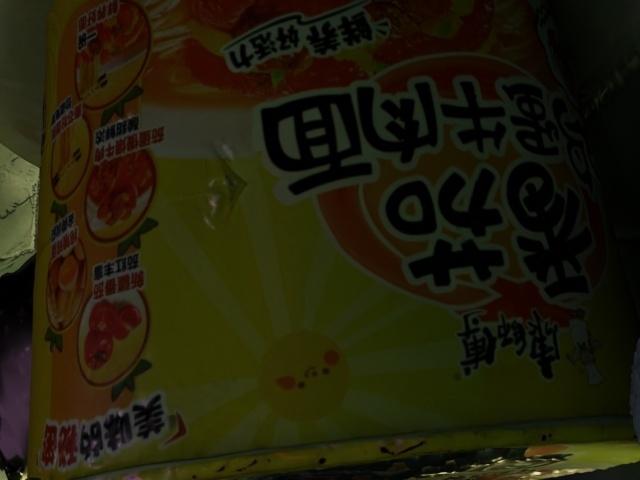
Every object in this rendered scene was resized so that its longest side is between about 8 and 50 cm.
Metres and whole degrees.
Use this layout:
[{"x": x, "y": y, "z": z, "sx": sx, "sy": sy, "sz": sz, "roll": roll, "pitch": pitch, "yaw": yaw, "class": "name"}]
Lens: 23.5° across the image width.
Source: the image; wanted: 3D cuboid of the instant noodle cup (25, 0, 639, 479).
[{"x": 0.000, "y": 0.000, "z": 0.606, "sx": 0.264, "sy": 0.264, "sz": 0.200, "roll": 118, "pitch": 147, "yaw": -76, "class": "instant noodle cup"}]

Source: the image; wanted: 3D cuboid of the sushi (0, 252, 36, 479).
[{"x": -0.097, "y": 0.160, "z": 1.171, "sx": 0.328, "sy": 0.329, "sz": 0.285, "roll": 93, "pitch": 167, "yaw": -46, "class": "sushi"}]

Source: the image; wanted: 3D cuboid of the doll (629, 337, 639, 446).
[{"x": 0.132, "y": 0.088, "z": 0.420, "sx": 0.120, "sy": 0.075, "sz": 0.179, "roll": 87, "pitch": 167, "yaw": -62, "class": "doll"}]

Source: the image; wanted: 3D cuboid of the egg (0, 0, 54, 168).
[{"x": -0.112, "y": -0.204, "z": 0.838, "sx": 0.278, "sy": 0.278, "sz": 0.336, "roll": -114, "pitch": 8, "yaw": -49, "class": "egg"}]
